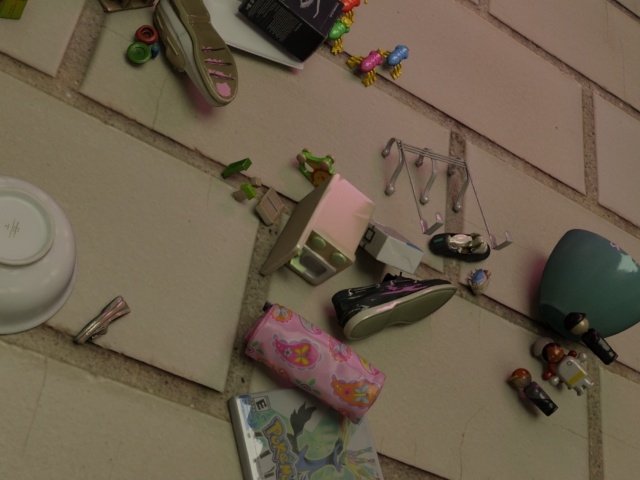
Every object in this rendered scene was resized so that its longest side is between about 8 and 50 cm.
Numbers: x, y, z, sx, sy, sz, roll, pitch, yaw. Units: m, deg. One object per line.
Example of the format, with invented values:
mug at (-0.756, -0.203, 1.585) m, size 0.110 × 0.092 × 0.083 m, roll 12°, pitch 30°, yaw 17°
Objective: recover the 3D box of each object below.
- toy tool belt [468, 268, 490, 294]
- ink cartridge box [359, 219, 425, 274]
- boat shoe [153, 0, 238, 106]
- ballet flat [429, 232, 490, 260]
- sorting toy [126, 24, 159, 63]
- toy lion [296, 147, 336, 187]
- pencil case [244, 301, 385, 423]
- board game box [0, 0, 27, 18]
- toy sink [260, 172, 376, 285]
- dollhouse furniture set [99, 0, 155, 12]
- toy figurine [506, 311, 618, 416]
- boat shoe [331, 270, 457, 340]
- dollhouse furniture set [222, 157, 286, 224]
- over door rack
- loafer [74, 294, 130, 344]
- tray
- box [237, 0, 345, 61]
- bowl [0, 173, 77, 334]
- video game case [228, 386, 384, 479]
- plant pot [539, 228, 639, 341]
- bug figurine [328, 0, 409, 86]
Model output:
toy tool belt at (0.394, 0.093, 2.117) m, size 0.051 × 0.052 × 0.083 m, roll 45°, pitch 48°, yaw -18°
ink cartridge box at (0.149, 0.008, 1.946) m, size 0.104 × 0.180 × 0.060 m, roll 23°, pitch 99°, yaw -24°
boat shoe at (-0.276, -0.416, 1.878) m, size 0.113 × 0.103 × 0.302 m, roll -5°, pitch 68°, yaw -51°
ballet flat at (0.366, 0.011, 2.128) m, size 0.203 × 0.074 × 0.074 m, roll 5°, pitch 64°, yaw -33°
sorting toy at (-0.381, -0.417, 1.852) m, size 0.061 × 0.042 × 0.102 m, roll 20°, pitch 67°, yaw -7°
toy lion at (-0.003, -0.155, 1.952) m, size 0.100 × 0.096 × 0.034 m, roll 18°, pitch 45°, yaw 24°
pencil case at (-0.014, 0.239, 1.674) m, size 0.284 × 0.124 × 0.124 m, roll 32°, pitch 51°, yaw 0°
board game box at (-0.590, -0.523, 1.660) m, size 0.043 × 0.181 × 0.092 m, roll -4°, pitch 69°, yaw -37°
toy sink at (0.000, 0.000, 1.822) m, size 0.131 × 0.153 × 0.234 m, roll 38°, pitch 49°, yaw -13°
dollhouse furniture set at (-0.434, -0.614, 1.853) m, size 0.129 × 0.129 × 0.183 m, roll -25°, pitch 83°, yaw -41°
toy figurine at (0.572, 0.292, 2.035) m, size 0.209 × 0.213 × 0.148 m, roll -33°, pitch 77°, yaw -38°
boat shoe at (0.162, 0.124, 1.894) m, size 0.340 × 0.127 × 0.113 m, roll -16°, pitch 56°, yaw -35°
dollhouse furniture set at (-0.147, -0.102, 1.857) m, size 0.151 × 0.059 × 0.076 m, roll 57°, pitch 38°, yaw -23°
over door rack at (0.295, -0.102, 2.093) m, size 0.240 × 0.108 × 0.324 m, roll 11°, pitch 40°, yaw -31°
loafer at (-0.390, 0.149, 1.541) m, size 0.039 × 0.045 × 0.125 m, roll 50°, pitch 46°, yaw -11°
tray at (-0.165, -0.499, 2.049) m, size 0.270 × 0.030 × 0.145 m, roll 13°, pitch 60°, yaw -30°
box at (-0.067, -0.561, 2.059) m, size 0.207 × 0.108 × 0.153 m, roll 38°, pitch 50°, yaw -14°
bowl at (-0.540, 0.000, 1.453) m, size 0.298 × 0.134 × 0.297 m, roll 17°, pitch 57°, yaw -28°
video game case at (-0.011, 0.445, 1.656) m, size 0.300 × 0.036 × 0.329 m, roll -1°, pitch 67°, yaw -36°
plant pot at (0.671, 0.141, 2.168) m, size 0.195 × 0.290 × 0.290 m, roll -42°, pitch 94°, yaw -13°
bug figurine at (0.115, -0.532, 2.236) m, size 0.279 × 0.072 × 0.216 m, roll 46°, pitch 49°, yaw -7°
